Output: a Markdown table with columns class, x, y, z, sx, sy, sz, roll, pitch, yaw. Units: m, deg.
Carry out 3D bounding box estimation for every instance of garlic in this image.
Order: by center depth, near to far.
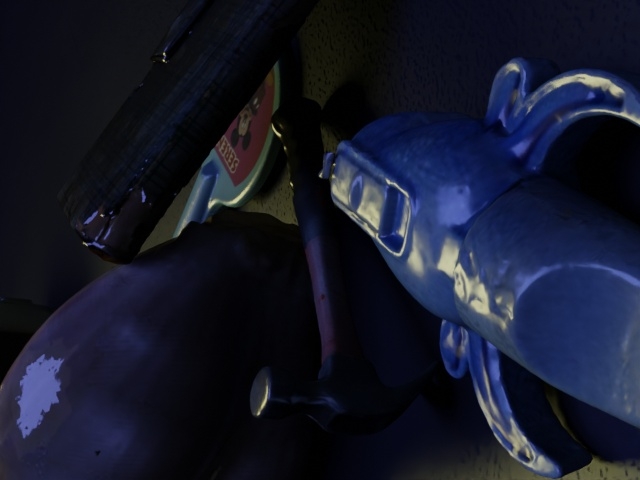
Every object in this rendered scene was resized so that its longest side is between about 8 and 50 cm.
| class | x | y | z | sx | sy | sz | roll | pitch | yaw |
| --- | --- | --- | --- | --- | --- | --- | --- | --- | --- |
| garlic | -0.149 | 0.133 | 0.741 | 0.340 | 0.231 | 0.246 | -34 | 59 | 51 |

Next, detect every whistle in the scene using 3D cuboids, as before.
| class | x | y | z | sx | sy | sz | roll | pitch | yaw |
| --- | --- | --- | --- | --- | --- | --- | --- | --- | --- |
| whistle | 0.088 | 0.000 | 0.447 | 0.269 | 0.093 | 0.180 | 43 | 131 | 51 |

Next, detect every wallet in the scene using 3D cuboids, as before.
| class | x | y | z | sx | sy | sz | roll | pitch | yaw |
| --- | --- | --- | --- | --- | --- | --- | --- | --- | --- |
| wallet | -0.072 | -0.134 | 0.676 | 0.317 | 0.044 | 0.169 | -55 | 28 | -1 |

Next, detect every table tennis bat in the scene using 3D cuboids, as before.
| class | x | y | z | sx | sy | sz | roll | pitch | yaw |
| --- | --- | --- | --- | --- | --- | --- | --- | --- | --- |
| table tennis bat | -0.080 | -0.072 | 0.853 | 0.244 | 0.040 | 0.153 | -64 | 34 | 29 |

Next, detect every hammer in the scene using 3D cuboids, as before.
| class | x | y | z | sx | sy | sz | roll | pitch | yaw |
| --- | --- | --- | --- | --- | --- | --- | --- | --- | --- |
| hammer | 0.000 | 0.000 | 0.619 | 0.288 | 0.111 | 0.033 | -102 | 32 | -46 |

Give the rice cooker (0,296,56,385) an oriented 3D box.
| class | x | y | z | sx | sy | sz | roll | pitch | yaw |
| --- | --- | --- | --- | --- | --- | --- | --- | --- | --- |
| rice cooker | -0.522 | 0.251 | 1.391 | 0.335 | 0.335 | 0.325 | -18 | 71 | 62 |
